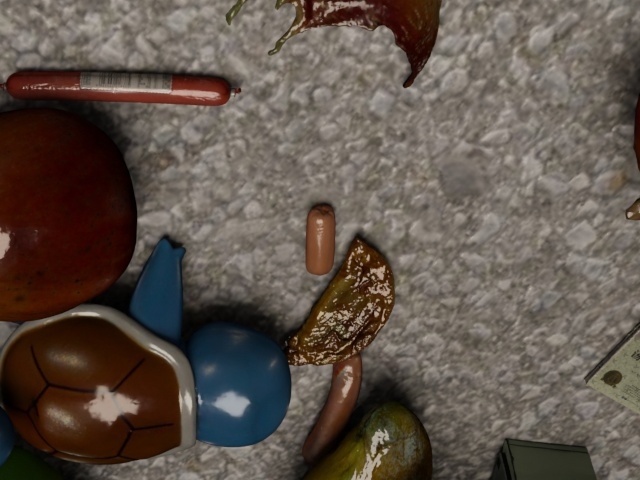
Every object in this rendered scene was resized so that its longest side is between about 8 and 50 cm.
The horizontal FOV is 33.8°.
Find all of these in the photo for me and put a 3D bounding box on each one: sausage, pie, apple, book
[{"bbox_3d":[0.000,0.000,1.192,0.034,0.034,0.083,2,118,-1],"label":"sausage"},{"bbox_3d":[0.030,0.088,1.239,0.088,0.033,0.191,31,114,-5],"label":"pie"},{"bbox_3d":[0.016,0.210,1.309,0.040,0.047,0.176,-4,126,-35],"label":"sausage"},{"bbox_3d":[-0.298,-0.026,1.069,0.234,0.234,0.234,0,120,0],"label":"apple"},{"bbox_3d":[-0.209,-0.159,1.103,0.253,0.034,0.034,3,120,-1],"label":"sausage"},{"bbox_3d":[0.426,0.140,1.280,0.127,0.014,0.181,31,116,-16],"label":"book"}]

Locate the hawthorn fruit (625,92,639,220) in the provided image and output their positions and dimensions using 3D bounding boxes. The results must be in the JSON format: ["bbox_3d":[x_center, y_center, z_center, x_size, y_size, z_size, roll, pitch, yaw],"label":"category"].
[{"bbox_3d":[0.432,-0.083,1.013,0.300,0.275,0.275,-24,117,4],"label":"hawthorn fruit"}]

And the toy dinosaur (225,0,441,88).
[{"bbox_3d":[-0.025,-0.276,1.011,0.327,0.113,0.206,9,94,-17],"label":"toy dinosaur"}]

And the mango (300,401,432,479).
[{"bbox_3d":[0.043,0.324,1.303,0.193,0.146,0.316,-3,123,-44],"label":"mango"}]

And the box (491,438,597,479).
[{"bbox_3d":[0.271,0.409,1.314,0.117,0.225,0.225,7,119,-3],"label":"box"}]

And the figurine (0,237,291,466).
[{"bbox_3d":[-0.249,0.151,1.201,0.416,0.243,0.297,-6,112,-20],"label":"figurine"}]

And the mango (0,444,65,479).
[{"bbox_3d":[-0.453,0.312,1.211,0.382,0.225,0.201,25,123,-15],"label":"mango"}]
